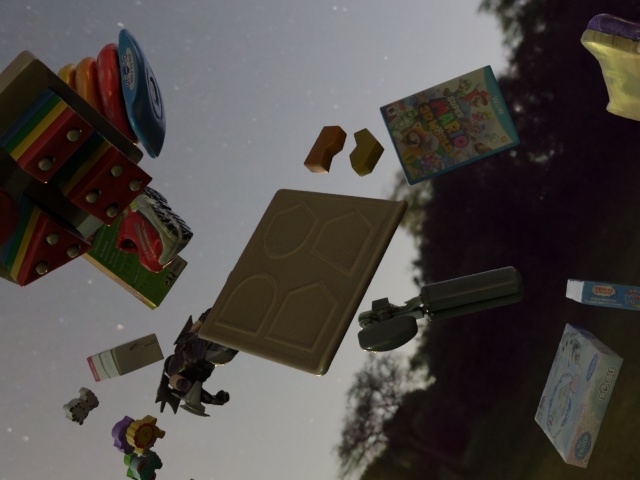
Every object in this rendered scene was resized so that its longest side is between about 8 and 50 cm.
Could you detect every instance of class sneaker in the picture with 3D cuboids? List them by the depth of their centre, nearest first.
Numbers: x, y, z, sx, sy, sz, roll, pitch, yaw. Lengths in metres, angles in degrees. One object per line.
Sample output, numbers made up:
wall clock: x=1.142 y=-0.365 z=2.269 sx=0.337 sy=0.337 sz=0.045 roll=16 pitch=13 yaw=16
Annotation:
sneaker: x=-0.345 y=-0.038 z=1.477 sx=0.107 sy=0.279 sz=0.118 roll=31 pitch=-81 yaw=-44

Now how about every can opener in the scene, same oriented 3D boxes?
can opener: x=0.199 y=0.123 z=1.318 sx=0.076 sy=0.283 sz=0.095 roll=59 pitch=-160 yaw=-56

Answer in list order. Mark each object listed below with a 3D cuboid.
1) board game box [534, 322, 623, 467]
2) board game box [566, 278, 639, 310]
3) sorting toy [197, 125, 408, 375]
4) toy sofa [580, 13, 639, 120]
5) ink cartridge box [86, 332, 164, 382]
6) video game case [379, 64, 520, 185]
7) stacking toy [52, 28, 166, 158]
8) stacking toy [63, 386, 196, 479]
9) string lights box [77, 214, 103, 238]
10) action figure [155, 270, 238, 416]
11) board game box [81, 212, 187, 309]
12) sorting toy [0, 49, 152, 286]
board game box: x=0.206 y=0.122 z=0.640 sx=0.090 sy=0.020 sz=0.090 roll=-82 pitch=8 yaw=-81
board game box: x=0.481 y=0.087 z=1.254 sx=0.211 sy=0.160 sz=0.039 roll=12 pitch=-97 yaw=-79
sorting toy: x=0.000 y=0.000 z=0.917 sx=0.041 sy=0.229 sz=0.307 roll=43 pitch=-114 yaw=-37
toy sofa: x=0.427 y=-0.225 z=0.904 sx=0.362 sy=0.177 sz=0.150 roll=13 pitch=-79 yaw=-64
ink cartridge box: x=-0.423 y=0.255 z=1.723 sx=0.109 sy=0.063 sz=0.150 roll=-19 pitch=-1 yaw=-37
video game case: x=0.181 y=-0.161 z=1.116 sx=0.166 sy=0.119 sz=0.015 roll=-21 pitch=-3 yaw=2
stacking toy: x=-0.411 y=-0.210 z=1.258 sx=0.166 sy=0.301 sz=0.175 roll=80 pitch=180 yaw=-71
stacking toy: x=-0.278 y=0.323 z=1.202 sx=0.052 sy=0.166 sz=0.221 roll=-50 pitch=-45 yaw=-33
string lights box: x=-0.425 y=-0.099 z=1.192 sx=0.133 sy=0.077 sz=0.259 roll=-38 pitch=-38 yaw=9
action figure: x=-0.141 y=0.145 z=1.107 sx=0.285 sy=0.099 sz=0.185 roll=-41 pitch=34 yaw=41
board game box: x=-0.398 y=0.013 z=1.578 sx=0.039 sy=0.259 sz=0.124 roll=-29 pitch=25 yaw=49
sorting toy: x=-0.357 y=-0.059 z=1.002 sx=0.255 sy=0.089 sz=0.257 roll=-48 pitch=-26 yaw=-3
